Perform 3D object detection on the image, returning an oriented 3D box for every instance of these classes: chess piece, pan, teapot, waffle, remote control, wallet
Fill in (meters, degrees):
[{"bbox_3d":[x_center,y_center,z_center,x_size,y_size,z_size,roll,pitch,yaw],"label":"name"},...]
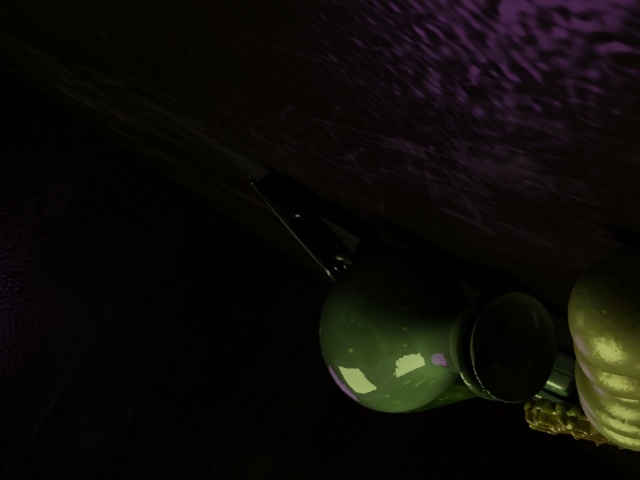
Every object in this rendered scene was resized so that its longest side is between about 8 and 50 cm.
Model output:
[{"bbox_3d":[0.192,0.065,0.609,0.094,0.094,0.170,30,171,29],"label":"chess piece"},{"bbox_3d":[0.134,0.063,1.317,0.212,0.040,0.115,31,-179,14],"label":"pan"},{"bbox_3d":[0.121,0.097,1.049,0.183,0.184,0.251,34,163,-26],"label":"teapot"},{"bbox_3d":[0.360,0.237,1.295,0.192,0.046,0.160,1,163,38],"label":"waffle"},{"bbox_3d":[0.292,0.180,1.383,0.145,0.050,0.344,23,173,22],"label":"remote control"},{"bbox_3d":[0.002,-0.002,1.295,0.167,0.036,0.222,47,-176,21],"label":"wallet"}]

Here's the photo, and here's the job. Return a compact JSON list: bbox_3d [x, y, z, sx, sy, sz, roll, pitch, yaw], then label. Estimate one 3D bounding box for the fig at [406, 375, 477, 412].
[{"bbox_3d":[0.151,0.184,1.543,0.235,0.203,0.203,26,173,32],"label":"fig"}]
